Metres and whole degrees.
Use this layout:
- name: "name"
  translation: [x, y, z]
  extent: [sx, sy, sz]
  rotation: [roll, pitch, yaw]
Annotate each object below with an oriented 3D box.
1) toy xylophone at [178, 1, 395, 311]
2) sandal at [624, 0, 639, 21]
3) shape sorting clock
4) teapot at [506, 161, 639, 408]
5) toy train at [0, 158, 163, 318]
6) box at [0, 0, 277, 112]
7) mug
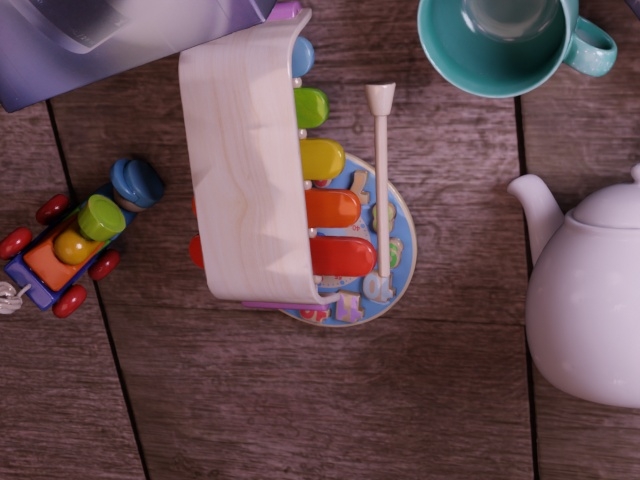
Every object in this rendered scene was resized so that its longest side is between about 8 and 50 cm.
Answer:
- name: "toy xylophone"
  translation: [-0.031, -0.066, 1.125]
  extent: [0.236, 0.081, 0.323]
  rotation: [10, 112, 19]
- name: "sandal"
  translation: [0.317, -0.138, 0.980]
  extent: [0.054, 0.097, 0.254]
  rotation: [-37, 90, 31]
- name: "shape sorting clock"
  translation: [0.000, 0.000, 1.208]
  extent: [0.206, 0.040, 0.206]
  rotation: [9, 121, 16]
- name: "teapot"
  translation: [0.296, 0.025, 0.999]
  extent: [0.256, 0.252, 0.187]
  rotation: [-4, 103, 8]
- name: "toy train"
  translation: [-0.259, 0.009, 1.190]
  extent: [0.143, 0.248, 0.105]
  rotation: [-37, 101, 28]
- name: "box"
  translation: [-0.213, -0.307, 0.999]
  extent: [0.294, 0.183, 0.296]
  rotation: [-15, 125, 27]
- name: "mug"
  translation: [0.165, -0.190, 1.001]
  extent: [0.129, 0.097, 0.158]
  rotation: [-32, 104, 32]
